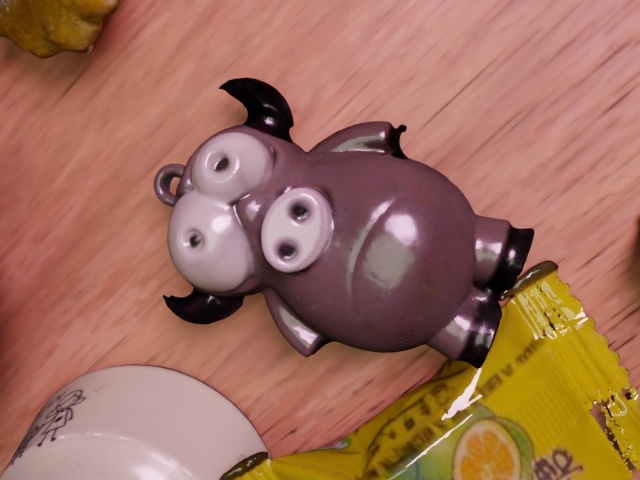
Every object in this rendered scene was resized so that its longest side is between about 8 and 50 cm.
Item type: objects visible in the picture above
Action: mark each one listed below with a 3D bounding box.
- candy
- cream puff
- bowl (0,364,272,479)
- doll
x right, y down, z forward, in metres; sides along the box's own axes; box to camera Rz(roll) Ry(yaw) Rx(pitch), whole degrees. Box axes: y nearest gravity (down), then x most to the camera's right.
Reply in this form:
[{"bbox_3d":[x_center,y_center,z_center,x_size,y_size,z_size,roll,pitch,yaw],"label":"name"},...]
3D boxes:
[{"bbox_3d":[0.096,0.166,0.469,0.297,0.081,0.187,-35,96,2],"label":"candy"},{"bbox_3d":[-0.183,-0.208,0.426,0.146,0.116,0.146,13,132,14],"label":"cream puff"},{"bbox_3d":[-0.156,0.229,0.498,0.238,0.126,0.237,1,100,7],"label":"bowl"},{"bbox_3d":[0.002,0.000,0.431,0.257,0.117,0.182,20,97,3],"label":"doll"}]
